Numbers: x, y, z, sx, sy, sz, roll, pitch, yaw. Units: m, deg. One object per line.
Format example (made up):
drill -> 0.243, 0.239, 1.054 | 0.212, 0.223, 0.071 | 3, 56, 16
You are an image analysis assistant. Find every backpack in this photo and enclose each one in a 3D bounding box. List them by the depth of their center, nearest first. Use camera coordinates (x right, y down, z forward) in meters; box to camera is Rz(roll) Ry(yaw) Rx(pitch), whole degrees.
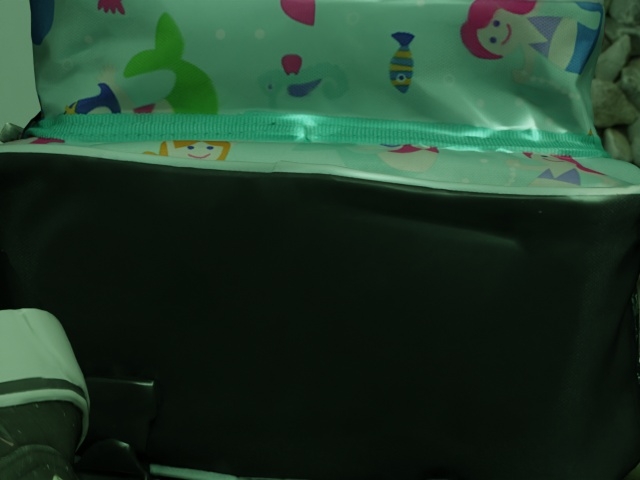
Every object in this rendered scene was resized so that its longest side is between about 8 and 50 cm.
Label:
backpack -> 0.000, 0.000, 0.626 | 0.225, 0.191, 0.253 | 4, -2, 5

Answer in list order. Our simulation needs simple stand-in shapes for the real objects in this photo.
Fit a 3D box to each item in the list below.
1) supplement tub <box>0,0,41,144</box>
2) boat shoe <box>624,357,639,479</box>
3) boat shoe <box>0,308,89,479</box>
supplement tub -> -0.060, -0.082, 0.974 | 0.235, 0.235, 0.325 | 25, 4, 11
boat shoe -> 0.278, 0.142, 1.154 | 0.302, 0.109, 0.094 | 8, 30, -44
boat shoe -> -0.083, 0.059, 0.334 | 0.070, 0.078, 0.219 | 60, 5, 5
